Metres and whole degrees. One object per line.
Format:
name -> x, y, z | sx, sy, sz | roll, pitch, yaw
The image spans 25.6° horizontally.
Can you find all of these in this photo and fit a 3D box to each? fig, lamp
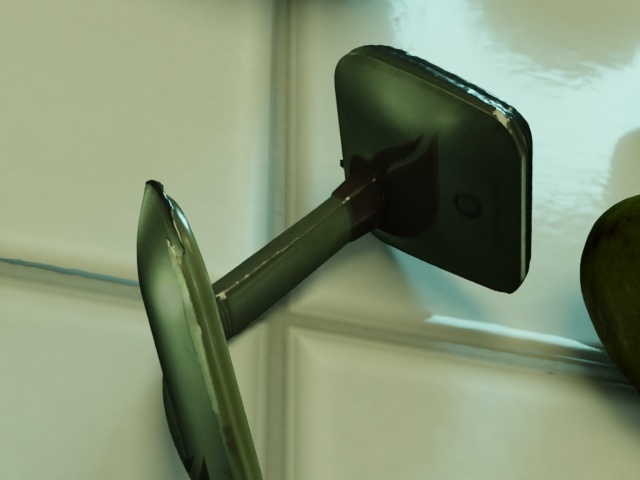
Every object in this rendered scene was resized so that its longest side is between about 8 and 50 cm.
fig -> 0.210, 0.052, 0.683 | 0.185, 0.133, 0.126 | 63, 28, -9
lamp -> -0.007, 0.000, 0.581 | 0.124, 0.203, 0.283 | 15, 42, 23
